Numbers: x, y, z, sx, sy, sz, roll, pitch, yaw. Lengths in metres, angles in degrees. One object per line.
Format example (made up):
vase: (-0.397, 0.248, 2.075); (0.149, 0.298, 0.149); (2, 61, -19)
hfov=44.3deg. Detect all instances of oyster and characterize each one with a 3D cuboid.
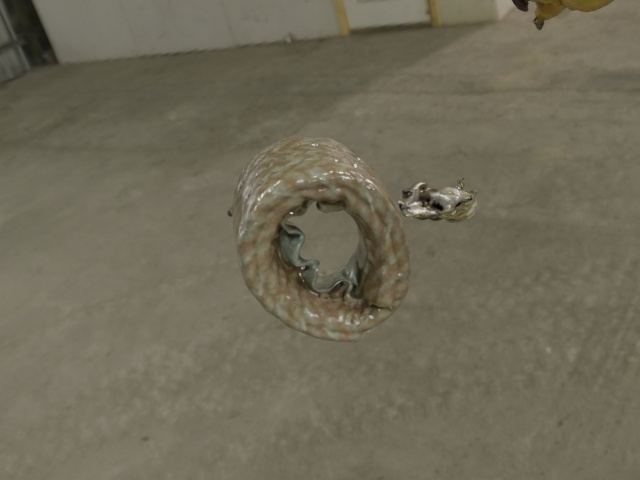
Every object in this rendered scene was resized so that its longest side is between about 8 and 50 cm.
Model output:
oyster: (0.163, -0.039, 0.985); (0.106, 0.061, 0.200); (17, 16, 39)

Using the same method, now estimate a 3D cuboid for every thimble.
thimble: (0.001, -0.006, 0.939); (0.196, 0.229, 0.148); (-42, 26, 14)

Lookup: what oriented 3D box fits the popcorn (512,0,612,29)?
popcorn: (0.286, -0.381, 0.946); (0.253, 0.190, 0.191); (5, 75, 68)
